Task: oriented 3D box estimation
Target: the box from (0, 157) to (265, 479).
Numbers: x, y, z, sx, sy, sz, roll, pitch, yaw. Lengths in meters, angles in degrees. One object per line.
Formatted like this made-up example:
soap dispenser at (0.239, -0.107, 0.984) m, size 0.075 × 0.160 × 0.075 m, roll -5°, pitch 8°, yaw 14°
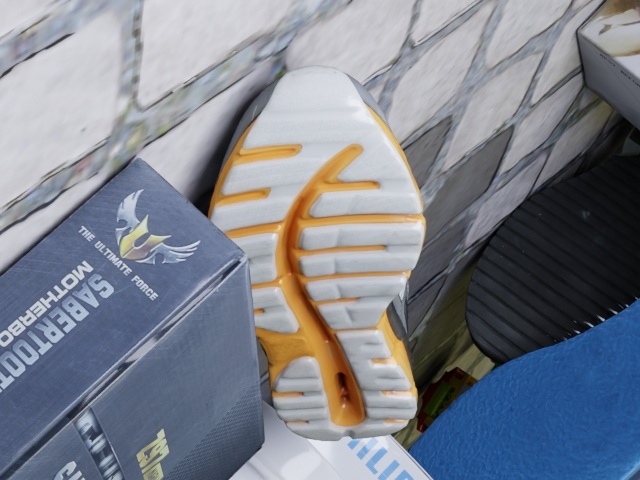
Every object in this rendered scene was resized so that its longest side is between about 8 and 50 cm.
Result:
box at (-0.106, 0.092, 0.570) m, size 0.183 × 0.059 × 0.233 m, roll -44°, pitch 164°, yaw -18°

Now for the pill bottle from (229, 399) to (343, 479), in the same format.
pill bottle at (-0.073, 0.167, 0.743) m, size 0.180 × 0.108 × 0.108 m, roll -44°, pitch 163°, yaw -13°

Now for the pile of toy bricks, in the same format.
pile of toy bricks at (0.172, 0.090, 1.228) m, size 0.212 × 0.118 × 0.105 m, roll -57°, pitch -164°, yaw -1°

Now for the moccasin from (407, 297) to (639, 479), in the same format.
moccasin at (0.207, 0.118, 0.936) m, size 0.342 × 0.138 × 0.117 m, roll -32°, pitch 141°, yaw 12°

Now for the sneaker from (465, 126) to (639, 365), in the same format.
sneaker at (0.228, -0.001, 1.089) m, size 0.330 × 0.122 × 0.146 m, roll -40°, pitch 160°, yaw -24°

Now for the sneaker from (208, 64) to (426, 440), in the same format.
sneaker at (0.000, 0.000, 0.611) m, size 0.215 × 0.084 × 0.083 m, roll 86°, pitch 4°, yaw -53°

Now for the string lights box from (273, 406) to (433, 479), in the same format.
string lights box at (-0.046, 0.213, 0.842) m, size 0.259 × 0.133 × 0.077 m, roll -44°, pitch -172°, yaw -13°

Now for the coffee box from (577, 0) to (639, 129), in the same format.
coffee box at (0.311, -0.164, 0.849) m, size 0.297 × 0.168 × 0.119 m, roll -47°, pitch 164°, yaw 1°
